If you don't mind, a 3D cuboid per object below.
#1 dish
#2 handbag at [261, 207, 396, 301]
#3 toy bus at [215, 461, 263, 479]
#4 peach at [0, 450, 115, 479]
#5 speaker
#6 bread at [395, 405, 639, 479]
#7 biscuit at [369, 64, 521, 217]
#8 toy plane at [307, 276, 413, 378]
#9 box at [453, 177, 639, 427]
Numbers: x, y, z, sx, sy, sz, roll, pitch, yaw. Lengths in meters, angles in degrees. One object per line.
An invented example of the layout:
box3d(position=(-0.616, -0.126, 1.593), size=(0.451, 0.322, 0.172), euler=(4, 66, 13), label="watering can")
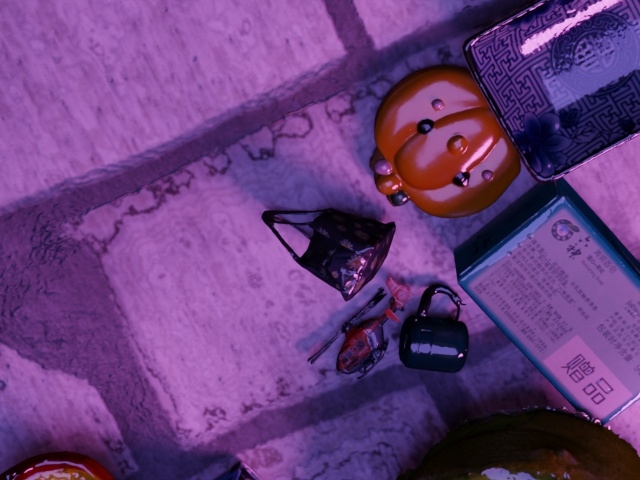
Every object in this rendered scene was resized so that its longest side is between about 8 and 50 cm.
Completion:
box3d(position=(0.286, -0.194, 1.645), size=(0.243, 0.080, 0.182), euler=(-28, 108, 13), label="dish")
box3d(position=(0.000, 0.000, 1.720), size=(0.139, 0.115, 0.072), euler=(22, 111, 11), label="handbag")
box3d(position=(-0.114, 0.368, 1.788), size=(0.133, 0.234, 0.116), euler=(-35, 106, 21), label="toy bus")
box3d(position=(-0.310, 0.341, 1.789), size=(0.196, 0.190, 0.226), euler=(2, 135, -37), label="peach")
box3d(position=(0.129, 0.099, 1.769), size=(0.075, 0.060, 0.094), euler=(6, 111, -3), label="speaker")
box3d(position=(0.265, 0.356, 1.784), size=(0.381, 0.129, 0.366), euler=(0, 125, 12), label="bread")
box3d(position=(0.126, -0.097, 1.700), size=(0.170, 0.050, 0.170), euler=(0, 110, 1), label="biscuit")
box3d(position=(0.054, 0.103, 1.785), size=(0.060, 0.037, 0.145), euler=(41, 110, -3), label="toy plane")
box3d(position=(0.279, 0.065, 1.738), size=(0.153, 0.092, 0.245), euler=(-39, 105, 15), label="box")
